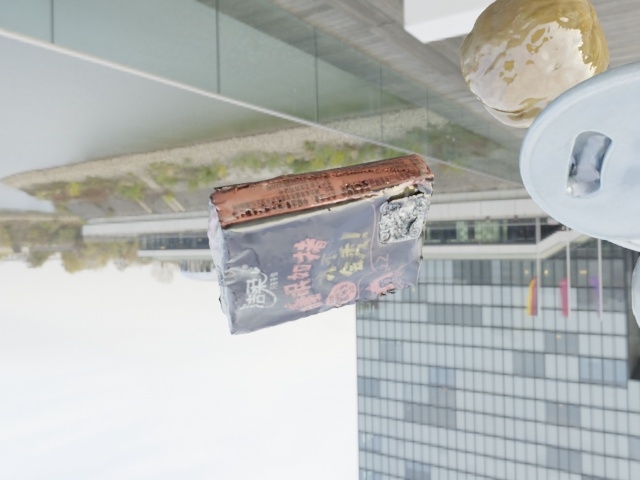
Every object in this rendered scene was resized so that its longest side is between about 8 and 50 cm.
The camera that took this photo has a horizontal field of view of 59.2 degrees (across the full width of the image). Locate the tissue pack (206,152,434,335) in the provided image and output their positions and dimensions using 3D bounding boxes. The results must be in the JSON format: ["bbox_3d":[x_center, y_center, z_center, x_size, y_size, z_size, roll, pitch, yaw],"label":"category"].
[{"bbox_3d":[0.000,0.000,0.845,0.332,0.245,0.123,-13,-136,-18],"label":"tissue pack"}]

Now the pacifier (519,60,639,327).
[{"bbox_3d":[0.277,-0.006,0.387,0.279,0.207,0.227,8,147,21],"label":"pacifier"}]

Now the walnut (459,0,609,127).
[{"bbox_3d":[0.430,-0.372,1.141,0.285,0.285,0.296,-2,-179,44],"label":"walnut"}]
